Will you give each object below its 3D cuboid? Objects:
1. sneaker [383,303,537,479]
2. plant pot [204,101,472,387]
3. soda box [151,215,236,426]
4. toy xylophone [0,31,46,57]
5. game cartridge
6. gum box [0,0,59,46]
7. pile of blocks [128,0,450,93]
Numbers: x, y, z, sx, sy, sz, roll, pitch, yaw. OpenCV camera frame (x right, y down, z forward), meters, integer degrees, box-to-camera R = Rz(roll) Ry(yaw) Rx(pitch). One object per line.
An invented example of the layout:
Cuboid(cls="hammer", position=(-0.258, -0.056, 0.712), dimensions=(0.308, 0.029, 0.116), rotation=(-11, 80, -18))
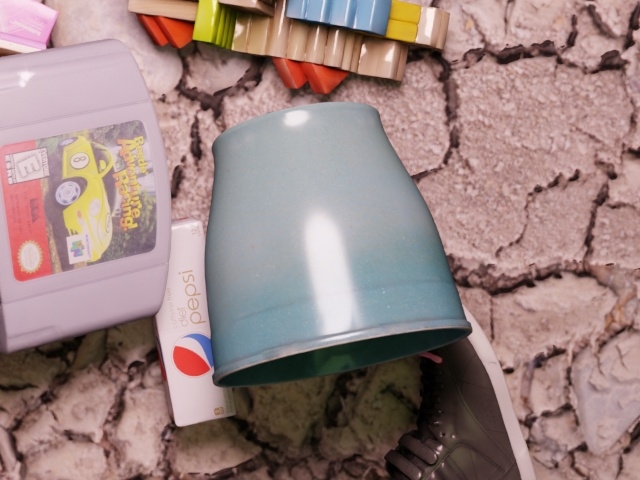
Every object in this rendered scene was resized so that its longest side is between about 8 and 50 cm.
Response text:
Cuboid(cls="sneaker", position=(0.129, 0.192, 1.839), dimensions=(0.147, 0.104, 0.295), rotation=(-25, 104, -13))
Cuboid(cls="plant pot", position=(0.000, 0.000, 1.724), dimensions=(0.272, 0.271, 0.255), rotation=(-9, 79, -10))
Cuboid(cls="soda box", position=(-0.146, 0.086, 1.791), dimensions=(0.069, 0.074, 0.216), rotation=(-12, 97, -10))
Cuboid(cls="toy xylophone", position=(-0.337, -0.058, 1.676), dimensions=(0.236, 0.081, 0.322), rotation=(4, 101, -25))
Cuboid(cls="game cartridge", position=(-0.247, -0.046, 1.653), dimensions=(0.196, 0.060, 0.294), rotation=(-16, 111, -31))
Cuboid(cls="gum box", position=(-0.370, -0.225, 1.723), dimensions=(0.188, 0.062, 0.107), rotation=(24, 91, -13))
Cuboid(cls="pile of blocks", position=(-0.037, -0.219, 1.747), dimensions=(0.362, 0.149, 0.112), rotation=(9, 93, -12))
